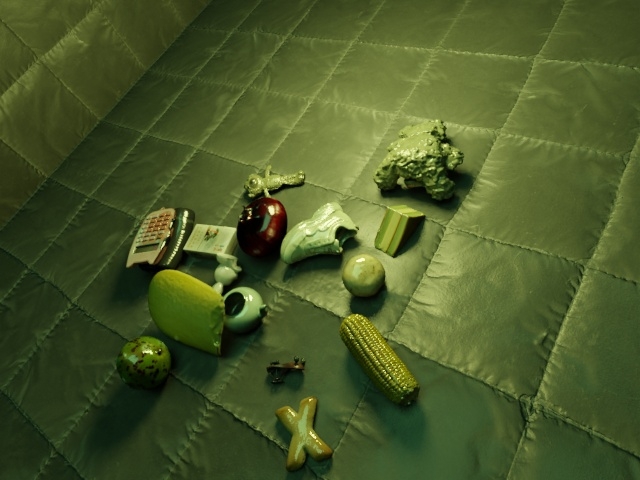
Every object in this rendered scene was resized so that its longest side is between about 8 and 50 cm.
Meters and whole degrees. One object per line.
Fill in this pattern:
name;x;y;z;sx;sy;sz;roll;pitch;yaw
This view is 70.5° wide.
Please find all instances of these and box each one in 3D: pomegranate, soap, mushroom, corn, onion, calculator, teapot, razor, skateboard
pomegranate;-0.712;0.499;1.797;0.263;0.211;0.211;-42;49;23
soap;-0.542;0.286;1.841;0.427;0.306;0.115;18;24;25
mushroom;0.165;0.135;1.722;0.166;0.127;0.167;-1;76;4
corn;0.193;0.401;1.530;0.131;0.131;0.344;-37;54;-4
onion;-0.273;-0.069;1.942;0.273;0.285;0.273;-21;56;35
calculator;-0.776;-0.017;2.107;0.219;0.048;0.330;-8;56;27
teapot;-0.324;0.276;1.819;0.294;0.129;0.193;3;59;23
razor;-0.726;0.002;2.167;0.204;0.113;0.349;-2;61;25
skateboard;-0.129;0.477;1.661;0.151;0.067;0.080;-15;64;19

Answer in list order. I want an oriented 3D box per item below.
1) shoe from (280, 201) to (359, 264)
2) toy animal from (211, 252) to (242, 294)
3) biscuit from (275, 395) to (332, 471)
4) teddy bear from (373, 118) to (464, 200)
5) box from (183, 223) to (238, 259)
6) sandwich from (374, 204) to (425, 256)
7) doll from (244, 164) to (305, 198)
shoe;0.000;0.000;1.867;0.342;0.132;0.210;-40;50;-11
toy animal;-0.414;0.174;1.952;0.103;0.130;0.221;13;87;58
biscuit;-0.063;0.647;1.526;0.164;0.047;0.208;-24;53;7
teddy bear;0.437;-0.366;1.918;0.357;0.225;0.368;13;49;30
box;-0.502;0.009;2.103;0.233;0.067;0.150;6;62;24
sandwich;0.320;-0.042;1.841;0.117;0.144;0.188;31;109;34
doll;-0.225;-0.273;2.174;0.285;0.091;0.203;18;78;19
